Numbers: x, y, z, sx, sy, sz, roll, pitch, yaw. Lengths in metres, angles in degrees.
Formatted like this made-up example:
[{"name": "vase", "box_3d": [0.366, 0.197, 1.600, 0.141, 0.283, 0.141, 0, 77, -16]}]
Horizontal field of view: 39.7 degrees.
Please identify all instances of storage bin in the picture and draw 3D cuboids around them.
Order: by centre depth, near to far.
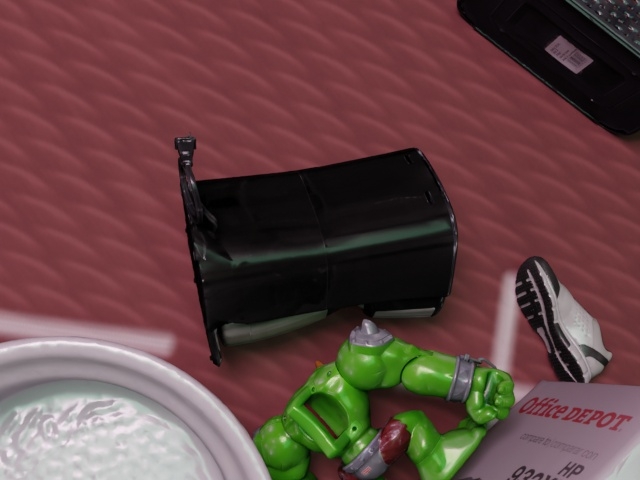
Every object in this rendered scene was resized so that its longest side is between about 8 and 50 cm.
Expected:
[{"name": "storage bin", "box_3d": [0.210, -0.175, 0.684, 0.180, 0.122, 0.084, 38, 80, -1]}]

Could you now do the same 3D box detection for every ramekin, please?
[{"name": "ramekin", "box_3d": [-0.166, 0.203, 0.582, 0.277, 0.135, 0.277, 1, 82, -8]}]

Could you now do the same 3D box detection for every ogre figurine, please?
[{"name": "ogre figurine", "box_3d": [0.032, 0.136, 0.624, 0.118, 0.197, 0.097, 42, 37, -3]}]

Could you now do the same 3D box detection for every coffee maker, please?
[{"name": "coffee maker", "box_3d": [0.000, 0.000, 0.611, 0.178, 0.171, 0.120, -11, 68, -10]}]

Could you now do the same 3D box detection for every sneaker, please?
[{"name": "sneaker", "box_3d": [0.192, 0.061, 0.700, 0.044, 0.040, 0.109, -25, 90, -26]}]

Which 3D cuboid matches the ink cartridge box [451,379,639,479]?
[{"name": "ink cartridge box", "box_3d": [0.117, 0.236, 0.570, 0.307, 0.223, 0.129, -40, 89, -10]}]
